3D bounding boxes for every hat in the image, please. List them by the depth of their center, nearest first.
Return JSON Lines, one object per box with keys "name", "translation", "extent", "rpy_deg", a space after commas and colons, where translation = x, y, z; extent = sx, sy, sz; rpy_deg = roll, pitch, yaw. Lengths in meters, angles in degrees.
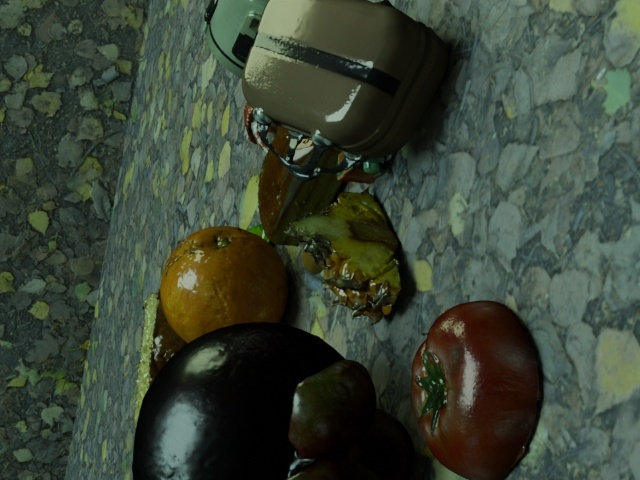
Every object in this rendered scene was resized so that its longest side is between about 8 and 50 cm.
{"name": "hat", "translation": [-0.091, -0.202, 1.953], "extent": [0.112, 0.094, 0.162], "rpy_deg": [84, 169, -49]}

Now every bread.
{"name": "bread", "translation": [-0.001, 0.001, 1.710], "extent": [0.062, 0.049, 0.103], "rpy_deg": [-107, 35, -47]}
{"name": "bread", "translation": [-0.037, -0.124, 1.761], "extent": [0.184, 0.110, 0.234], "rpy_deg": [-105, 31, -46]}
{"name": "bread", "translation": [-0.310, 0.280, 2.197], "extent": [0.194, 0.179, 0.340], "rpy_deg": [176, 99, -69]}

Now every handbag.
{"name": "handbag", "translation": [0.015, -0.225, 1.467], "extent": [0.302, 0.149, 0.283], "rpy_deg": [28, 98, 41]}

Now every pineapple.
{"name": "pineapple", "translation": [0.023, 0.038, 1.505], "extent": [0.250, 0.164, 0.140], "rpy_deg": [-113, 30, -46]}

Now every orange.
{"name": "orange", "translation": [-0.182, 0.094, 1.872], "extent": [0.246, 0.246, 0.246], "rpy_deg": [-172, 90, -68]}

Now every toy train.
{"name": "toy train", "translation": [0.071, -0.184, 1.577], "extent": [0.118, 0.074, 0.176], "rpy_deg": [150, 123, -67]}

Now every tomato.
{"name": "tomato", "translation": [0.171, 0.181, 1.191], "extent": [0.225, 0.085, 0.225], "rpy_deg": [-175, 90, -66]}

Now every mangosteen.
{"name": "mangosteen", "translation": [-0.062, 0.305, 1.354], "extent": [0.435, 0.382, 0.382], "rpy_deg": [0, 83, 59]}

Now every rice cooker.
{"name": "rice cooker", "translation": [-0.099, -0.420, 1.870], "extent": [0.244, 0.226, 0.226], "rpy_deg": [127, 144, -49]}

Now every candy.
{"name": "candy", "translation": [-0.135, 0.011, 2.054], "extent": [0.178, 0.032, 0.102], "rpy_deg": [161, 115, -65]}
